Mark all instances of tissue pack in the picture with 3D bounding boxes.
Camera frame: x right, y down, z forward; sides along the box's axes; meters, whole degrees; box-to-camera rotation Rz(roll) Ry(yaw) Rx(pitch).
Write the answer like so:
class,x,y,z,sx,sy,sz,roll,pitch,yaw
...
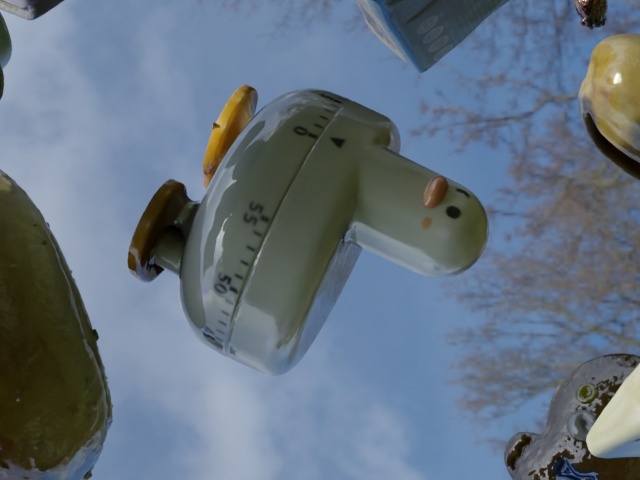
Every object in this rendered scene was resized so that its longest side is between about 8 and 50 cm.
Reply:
class,x,y,z,sx,sy,sz,roll,pitch,yaw
tissue pack,0.118,-0.316,1.295,0.134,0.192,0.271,52,-175,16

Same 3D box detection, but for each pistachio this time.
class,x,y,z,sx,sy,sz,roll,pitch,yaw
pistachio,0.340,-0.114,1.121,0.206,0.129,0.131,31,-94,1

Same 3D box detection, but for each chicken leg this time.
class,x,y,z,sx,sy,sz,roll,pitch,yaw
chicken leg,0.209,-0.213,0.928,0.145,0.037,0.062,59,-153,-60

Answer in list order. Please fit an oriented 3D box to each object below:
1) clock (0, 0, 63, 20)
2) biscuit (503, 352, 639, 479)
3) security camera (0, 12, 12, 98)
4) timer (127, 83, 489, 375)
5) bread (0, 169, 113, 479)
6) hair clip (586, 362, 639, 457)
class,x,y,z,sx,sy,sz,roll,pitch,yaw
clock,-0.237,-0.266,1.012,0.144,0.193,0.073,-38,-58,-15
biscuit,0.255,0.216,1.118,0.039,0.180,0.236,34,-97,-44
security camera,-0.247,-0.211,0.794,0.277,0.191,0.197,-52,-59,-22
timer,0.000,0.000,0.936,0.233,0.240,0.233,-63,-7,-14
bread,-0.296,0.086,0.995,0.158,0.305,0.306,-20,-76,-27
hair clip,0.259,0.038,0.467,0.172,0.282,0.113,25,-119,-12
